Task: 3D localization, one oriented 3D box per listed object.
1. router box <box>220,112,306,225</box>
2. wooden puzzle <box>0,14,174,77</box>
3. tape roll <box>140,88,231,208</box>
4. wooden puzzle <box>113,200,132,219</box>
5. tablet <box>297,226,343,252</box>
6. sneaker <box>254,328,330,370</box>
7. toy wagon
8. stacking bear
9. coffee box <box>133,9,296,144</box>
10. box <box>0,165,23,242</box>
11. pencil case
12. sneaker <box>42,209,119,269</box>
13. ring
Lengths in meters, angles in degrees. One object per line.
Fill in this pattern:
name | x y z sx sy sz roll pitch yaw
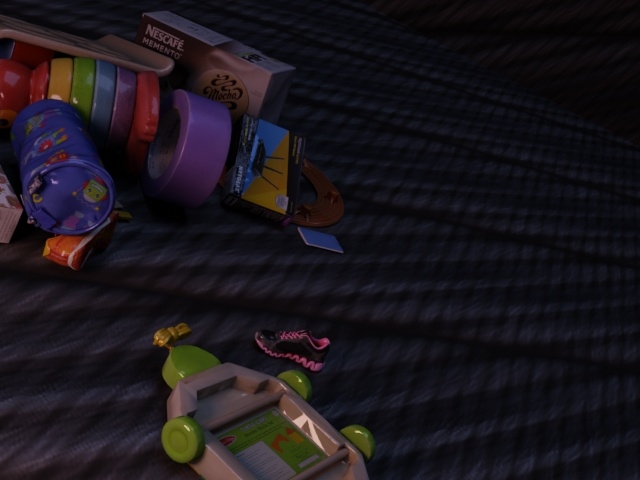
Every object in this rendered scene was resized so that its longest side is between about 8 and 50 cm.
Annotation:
router box | -0.103 -0.130 2.070 0.133 0.046 0.178 20 59 -23
wooden puzzle | -0.484 -0.342 2.034 0.348 0.080 0.322 5 14 -36
tape roll | -0.228 -0.153 1.899 0.080 0.189 0.189 17 27 -29
wooden puzzle | -0.358 -0.068 1.804 0.116 0.014 0.079 45 23 29
tablet | 0.000 0.000 2.086 0.083 0.006 0.054 13 30 -32
sneaker | -0.039 0.150 1.689 0.119 0.057 0.047 21 28 -18
toy wagon | -0.090 0.238 1.448 0.344 0.068 0.267 39 25 21
stacking bear | -0.425 -0.227 1.868 0.289 0.175 0.164 8 59 -18
coffee box | -0.220 -0.314 2.196 0.297 0.168 0.119 28 23 15
box | -0.520 -0.118 1.652 0.063 0.067 0.324 8 33 -41
pencil case | -0.388 -0.108 1.665 0.119 0.133 0.306 58 -3 -31
sneaker | -0.346 -0.013 1.653 0.067 0.064 0.175 23 20 8
ring | -0.098 -0.139 2.215 0.337 0.032 0.336 24 25 -12
